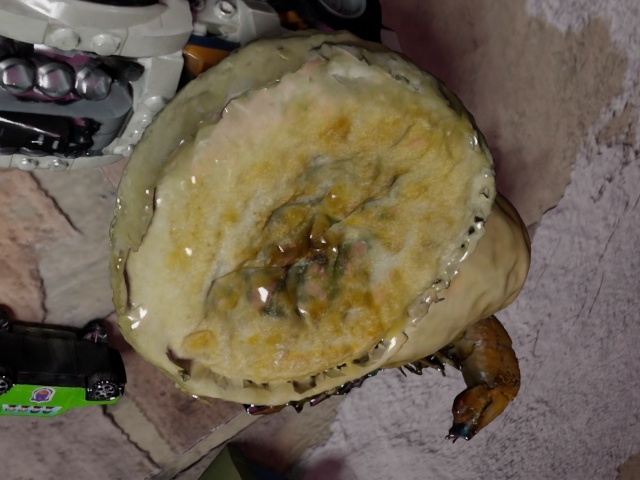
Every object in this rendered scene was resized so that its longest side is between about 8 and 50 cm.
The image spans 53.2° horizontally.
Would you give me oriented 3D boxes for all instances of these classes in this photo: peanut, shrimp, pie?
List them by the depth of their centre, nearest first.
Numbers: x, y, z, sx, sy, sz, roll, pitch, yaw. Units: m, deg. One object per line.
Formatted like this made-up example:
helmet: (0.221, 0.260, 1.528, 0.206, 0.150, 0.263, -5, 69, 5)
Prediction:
pie: (0.000, 0.000, 0.410, 0.274, 0.055, 0.274, -16, 128, -22)
peanut: (0.032, 0.026, 0.591, 0.387, 0.169, 0.192, -2, 107, -30)
shrimp: (0.067, 0.141, 0.653, 0.290, 0.222, 0.054, -19, 122, -14)

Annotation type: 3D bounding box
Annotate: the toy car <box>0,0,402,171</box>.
toy car: (-0.103, -0.102, 0.412, 0.301, 0.118, 0.193, -4, 161, -35)

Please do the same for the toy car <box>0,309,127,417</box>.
toy car: (-0.242, 0.104, 0.517, 0.165, 0.071, 0.062, 15, 122, -39)

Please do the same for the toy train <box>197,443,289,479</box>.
toy train: (-0.108, 0.395, 0.735, 0.299, 0.131, 0.202, -51, 130, 1)
